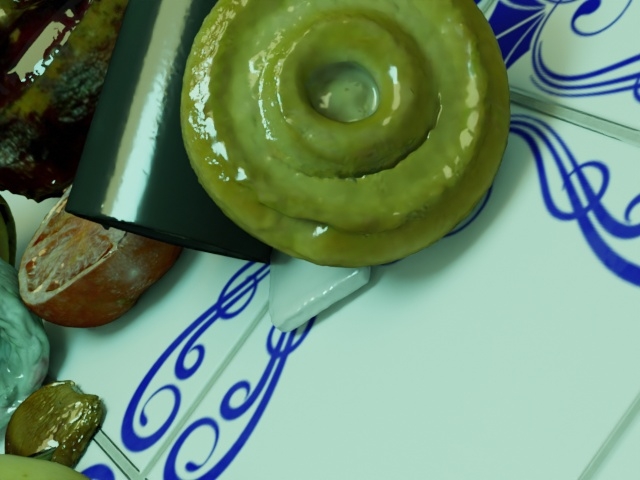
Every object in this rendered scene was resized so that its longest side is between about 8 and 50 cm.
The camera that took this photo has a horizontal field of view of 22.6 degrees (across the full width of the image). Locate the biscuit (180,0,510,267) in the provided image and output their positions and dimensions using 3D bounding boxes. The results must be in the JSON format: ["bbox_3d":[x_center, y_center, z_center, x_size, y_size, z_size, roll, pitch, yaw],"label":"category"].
[{"bbox_3d":[0.023,-0.123,1.403,0.296,0.296,0.102,-57,-3,-8],"label":"biscuit"}]

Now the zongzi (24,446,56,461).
[{"bbox_3d":[-0.361,0.360,1.559,0.300,0.138,0.286,-35,38,12],"label":"zongzi"}]

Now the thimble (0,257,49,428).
[{"bbox_3d":[-0.410,0.105,1.795,0.185,0.211,0.149,-38,29,0],"label":"thimble"}]

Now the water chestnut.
[{"bbox_3d":[-0.328,-0.223,1.933,0.350,0.302,0.350,-33,36,28],"label":"water chestnut"}]

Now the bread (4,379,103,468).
[{"bbox_3d":[-0.291,0.203,1.703,0.126,0.044,0.129,-54,28,-7],"label":"bread"}]

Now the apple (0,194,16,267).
[{"bbox_3d":[-0.475,0.024,1.955,0.207,0.237,0.237,-14,42,11],"label":"apple"}]

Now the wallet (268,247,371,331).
[{"bbox_3d":[0.000,0.000,1.544,0.124,0.032,0.183,-35,34,27],"label":"wallet"}]

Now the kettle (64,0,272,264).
[{"bbox_3d":[-0.100,-0.142,1.585,0.203,0.262,0.308,12,85,26],"label":"kettle"}]

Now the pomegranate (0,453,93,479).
[{"bbox_3d":[-0.265,0.312,1.225,0.410,0.410,0.410,-33,36,28],"label":"pomegranate"}]

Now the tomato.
[{"bbox_3d":[-0.227,0.004,1.774,0.237,0.095,0.236,-35,31,24],"label":"tomato"}]
